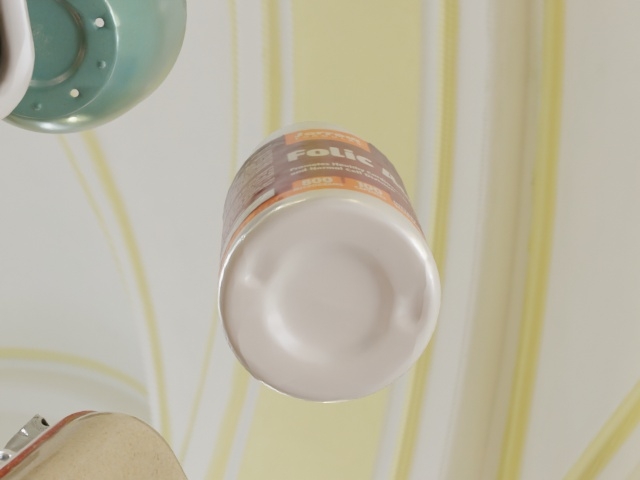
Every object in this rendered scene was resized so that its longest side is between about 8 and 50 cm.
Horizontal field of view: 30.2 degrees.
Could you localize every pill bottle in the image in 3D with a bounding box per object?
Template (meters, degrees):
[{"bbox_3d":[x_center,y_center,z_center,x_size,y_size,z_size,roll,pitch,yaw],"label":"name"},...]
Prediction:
[{"bbox_3d":[0.000,0.000,1.332,0.224,0.392,0.224,-1,-71,-3],"label":"pill bottle"}]

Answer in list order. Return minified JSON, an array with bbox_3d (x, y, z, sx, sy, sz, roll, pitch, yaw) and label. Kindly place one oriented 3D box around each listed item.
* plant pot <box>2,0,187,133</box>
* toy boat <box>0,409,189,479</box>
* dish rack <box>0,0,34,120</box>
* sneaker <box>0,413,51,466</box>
[{"bbox_3d":[-0.313,-0.257,1.410,0.293,0.235,0.292,-1,-70,-2],"label":"plant pot"},{"bbox_3d":[-0.164,0.198,0.627,0.151,0.231,0.151,-22,-81,28],"label":"toy boat"},{"bbox_3d":[-0.355,-0.180,0.700,0.072,0.333,0.285,35,-45,58],"label":"dish rack"},{"bbox_3d":[-0.278,0.270,1.464,0.281,0.115,0.105,8,-35,23],"label":"sneaker"}]
